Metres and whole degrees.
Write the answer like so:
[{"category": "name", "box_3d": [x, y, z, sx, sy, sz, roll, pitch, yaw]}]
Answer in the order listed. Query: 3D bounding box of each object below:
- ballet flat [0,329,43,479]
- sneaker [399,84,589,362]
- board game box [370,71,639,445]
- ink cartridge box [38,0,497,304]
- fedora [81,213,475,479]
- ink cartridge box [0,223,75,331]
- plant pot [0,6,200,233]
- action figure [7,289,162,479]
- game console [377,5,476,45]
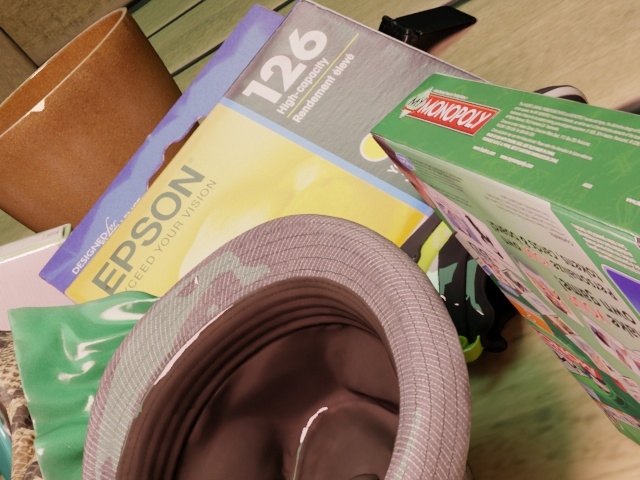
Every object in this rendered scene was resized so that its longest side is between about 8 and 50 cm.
[{"category": "ballet flat", "box_3d": [-0.161, 0.168, 0.924, 0.182, 0.164, 0.483, -23, 22, -12]}, {"category": "sneaker", "box_3d": [0.136, -0.006, 0.831, 0.097, 0.084, 0.234, 16, 57, 38]}, {"category": "board game box", "box_3d": [0.145, 0.042, 0.467, 0.046, 0.213, 0.317, -44, 20, -3]}, {"category": "ink cartridge box", "box_3d": [-0.046, -0.037, 0.956, 0.307, 0.072, 0.303, 30, 78, 33]}, {"category": "fedora", "box_3d": [-0.006, 0.127, 0.684, 0.244, 0.124, 0.275, -44, 36, 5]}, {"category": "ink cartridge box", "box_3d": [-0.312, 0.103, 1.163, 0.235, 0.171, 0.056, -18, 21, -1]}, {"category": "plant pot", "box_3d": [-0.203, -0.064, 1.292, 0.237, 0.254, 0.237, -36, 19, 15]}, {"category": "action figure", "box_3d": [-0.070, 0.075, 0.808, 0.232, 0.137, 0.063, -16, -23, -6]}, {"category": "game console", "box_3d": [0.105, -0.210, 1.383, 0.122, 0.071, 0.107, -120, 49, -71]}]
